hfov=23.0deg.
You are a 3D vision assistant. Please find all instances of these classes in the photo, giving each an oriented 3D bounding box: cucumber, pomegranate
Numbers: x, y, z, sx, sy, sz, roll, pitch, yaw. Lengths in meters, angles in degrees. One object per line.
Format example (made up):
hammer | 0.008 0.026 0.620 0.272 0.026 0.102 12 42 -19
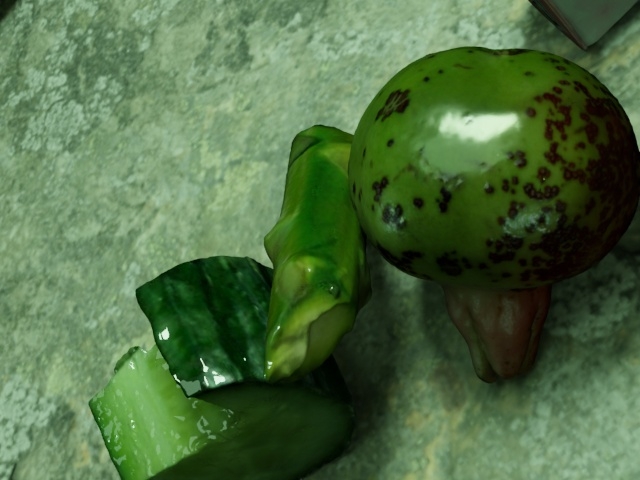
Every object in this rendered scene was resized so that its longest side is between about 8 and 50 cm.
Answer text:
cucumber | -0.074 0.116 1.210 0.191 0.191 0.130 -36 49 15
pomegranate | 0.127 -0.016 1.132 0.214 0.214 0.248 2 102 36

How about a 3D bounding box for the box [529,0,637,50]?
box | 0.274 -0.333 1.181 0.369 0.190 0.112 -45 49 9

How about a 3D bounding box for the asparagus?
asparagus | 0.000 0.002 1.188 0.085 0.082 0.343 -6 27 6
